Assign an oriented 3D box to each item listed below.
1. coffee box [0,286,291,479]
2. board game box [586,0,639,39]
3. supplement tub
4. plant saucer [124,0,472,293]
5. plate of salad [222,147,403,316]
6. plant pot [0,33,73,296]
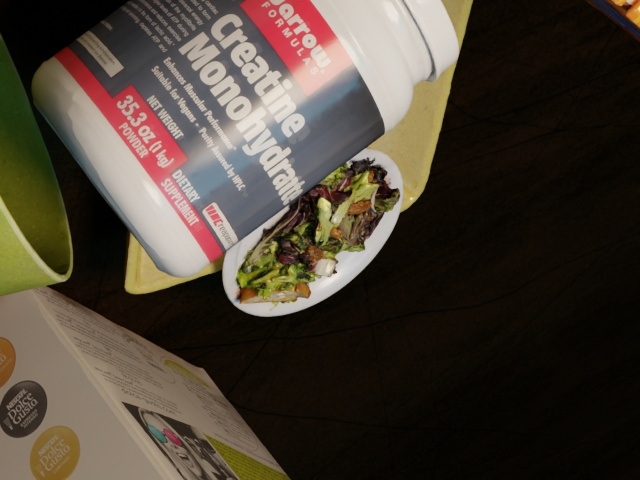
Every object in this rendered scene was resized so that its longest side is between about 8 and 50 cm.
[{"bbox_3d":[-0.222,0.294,1.496,0.337,0.334,0.338,-46,147,5],"label":"coffee box"},{"bbox_3d":[0.264,-0.348,1.138,0.356,0.356,0.356,36,102,-26],"label":"board game box"},{"bbox_3d":[-0.055,-0.120,1.191,0.272,0.191,0.191,-37,145,-5],"label":"supplement tub"},{"bbox_3d":[-0.033,-0.135,1.432,0.333,0.081,0.332,-18,140,-29],"label":"plant saucer"},{"bbox_3d":[0.000,0.000,1.499,0.200,0.048,0.200,-25,141,-21],"label":"plate of salad"},{"bbox_3d":[-0.358,-0.049,1.100,0.293,0.275,0.275,-21,144,1],"label":"plant pot"}]
